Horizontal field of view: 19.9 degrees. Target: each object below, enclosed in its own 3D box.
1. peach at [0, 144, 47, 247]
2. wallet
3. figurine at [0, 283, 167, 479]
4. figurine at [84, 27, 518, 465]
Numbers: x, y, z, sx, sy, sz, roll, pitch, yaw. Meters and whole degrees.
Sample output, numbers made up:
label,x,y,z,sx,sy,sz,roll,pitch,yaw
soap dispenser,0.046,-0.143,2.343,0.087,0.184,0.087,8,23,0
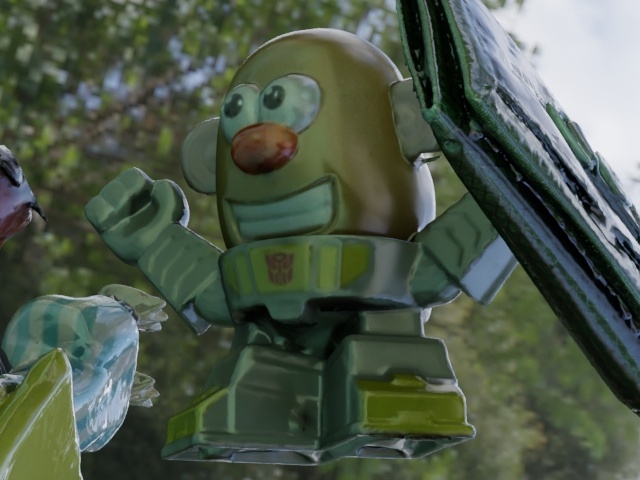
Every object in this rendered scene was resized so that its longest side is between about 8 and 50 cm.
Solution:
label,x,y,z,sx,sy,sz,roll,pitch,yaw
peach,-0.414,-0.088,1.527,0.201,0.362,0.258,-43,-178,-9
wallet,0.111,-0.031,0.885,0.055,0.236,0.160,-29,-145,14
figurine,-0.393,0.134,1.718,0.361,0.377,0.266,-50,159,-53
figurine,-0.001,0.000,1.198,0.167,0.342,0.285,67,24,-74
